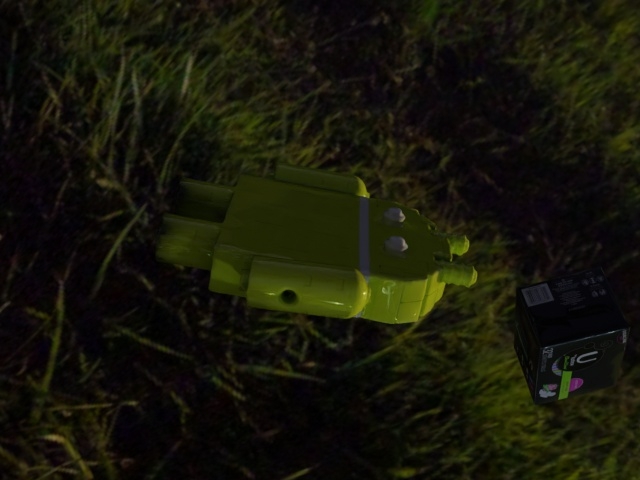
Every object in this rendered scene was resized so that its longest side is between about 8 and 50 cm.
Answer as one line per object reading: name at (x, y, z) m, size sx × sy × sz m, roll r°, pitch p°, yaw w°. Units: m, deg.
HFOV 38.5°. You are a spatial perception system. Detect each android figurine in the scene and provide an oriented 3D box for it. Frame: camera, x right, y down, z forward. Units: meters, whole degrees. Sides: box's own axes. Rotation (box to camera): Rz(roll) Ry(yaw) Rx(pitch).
android figurine at (0.000, 0.000, 0.807) m, size 0.273 × 0.056 × 0.248 m, roll 10°, pitch 25°, yaw 0°

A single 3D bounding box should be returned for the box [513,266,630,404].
box at (0.170, 0.067, 0.633) m, size 0.083 × 0.062 × 0.052 m, roll 76°, pitch 1°, yaw -52°
